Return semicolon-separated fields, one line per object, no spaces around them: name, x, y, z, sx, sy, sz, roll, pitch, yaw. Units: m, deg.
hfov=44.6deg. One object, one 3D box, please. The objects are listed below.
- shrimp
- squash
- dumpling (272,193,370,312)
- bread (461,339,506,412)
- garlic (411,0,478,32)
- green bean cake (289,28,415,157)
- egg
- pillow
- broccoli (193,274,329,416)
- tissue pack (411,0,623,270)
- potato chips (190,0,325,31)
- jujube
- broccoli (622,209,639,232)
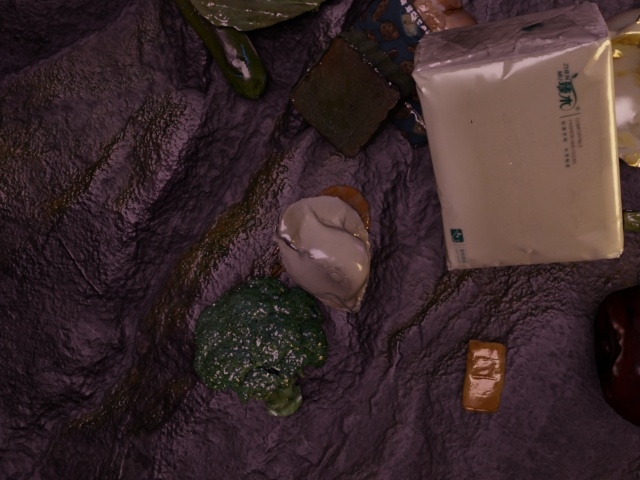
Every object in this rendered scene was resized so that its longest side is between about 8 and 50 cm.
shrimp;-0.001;-0.001;1.474;0.236;0.053;0.133;-46;105;1
squash;-0.203;-0.412;1.490;0.087;0.087;0.332;-36;83;5
dumpling;0.025;0.016;1.399;0.247;0.142;0.172;50;61;-31
bread;0.297;0.247;1.416;0.074;0.053;0.132;9;91;8
garlic;0.219;-0.403;1.432;0.124;0.099;0.174;-38;86;-7
green bean cake;0.059;-0.269;1.414;0.173;0.094;0.181;45;129;8
egg;0.538;-0.284;1.349;0.206;0.162;0.271;-31;121;-10
pillow;0.153;-0.308;1.408;0.256;0.034;0.189;51;131;2
broccoli;-0.094;0.195;1.394;0.269;0.270;0.270;-14;122;7
tissue pack;0.322;-0.158;1.265;0.297;0.207;0.381;-8;120;16
potato chips;-0.097;-0.597;1.452;0.389;0.097;0.373;-22;85;-6
jujube;0.631;0.216;1.288;0.376;0.258;0.259;24;92;13
broccoli;0.637;-0.022;1.367;0.204;0.122;0.118;6;74;22
